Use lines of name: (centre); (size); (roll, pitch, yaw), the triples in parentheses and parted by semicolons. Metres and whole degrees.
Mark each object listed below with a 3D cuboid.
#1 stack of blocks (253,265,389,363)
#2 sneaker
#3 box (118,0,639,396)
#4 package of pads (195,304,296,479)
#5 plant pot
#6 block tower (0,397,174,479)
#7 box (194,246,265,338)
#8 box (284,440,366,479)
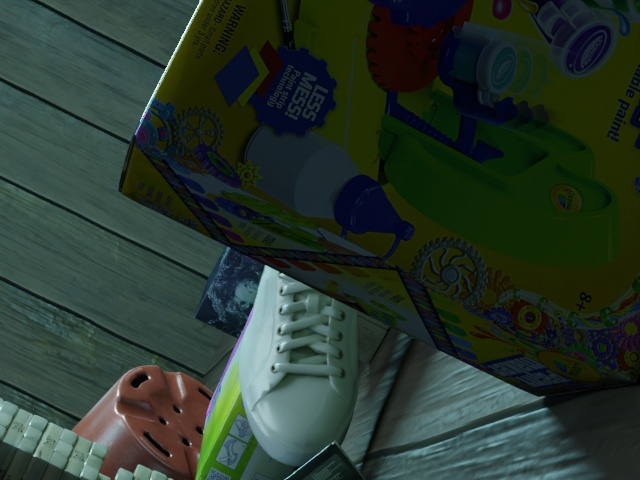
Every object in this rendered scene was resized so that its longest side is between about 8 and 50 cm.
stack of blocks: (0.000, 0.000, 1.738); (0.087, 0.171, 0.297); (-62, 6, 19)
sneaker: (-0.016, 0.052, 1.464); (0.123, 0.106, 0.290); (94, 178, -54)
box: (0.079, -0.105, 0.915); (0.290, 0.279, 0.177); (-65, 5, -11)
package of pads: (-0.045, 0.150, 1.839); (0.296, 0.101, 0.229); (-101, 36, -80)
plant pot: (-0.245, 0.324, 2.193); (0.265, 0.272, 0.272); (-51, 10, 27)
block tower: (-0.222, 0.269, 1.682); (0.091, 0.336, 0.097); (-63, 5, 14)
box: (-0.048, 0.048, 2.035); (0.158, 0.156, 0.093); (-61, 7, 31)
box: (-0.076, 0.267, 1.355); (0.220, 0.051, 0.175); (-35, -9, -27)
